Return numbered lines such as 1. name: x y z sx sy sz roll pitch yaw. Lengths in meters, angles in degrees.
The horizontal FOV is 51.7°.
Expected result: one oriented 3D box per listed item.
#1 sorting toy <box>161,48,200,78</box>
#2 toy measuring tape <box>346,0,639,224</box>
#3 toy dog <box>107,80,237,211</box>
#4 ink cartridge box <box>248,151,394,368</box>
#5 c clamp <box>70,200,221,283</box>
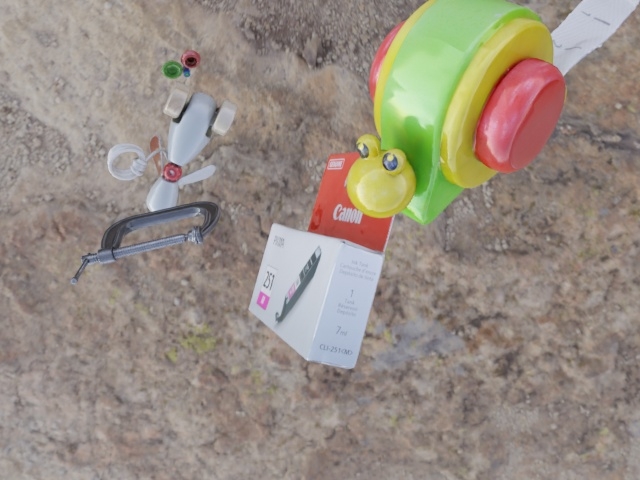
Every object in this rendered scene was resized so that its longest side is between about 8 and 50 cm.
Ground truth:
1. sorting toy: -0.341 -0.435 1.621 0.102 0.042 0.061 -22 144 6
2. toy measuring tape: 0.132 -0.135 0.435 0.330 0.121 0.121 -43 119 -20
3. toy dog: -0.334 -0.237 1.604 0.334 0.161 0.220 -41 109 13
4. ink cartridge box: 0.000 0.000 0.788 0.060 0.275 0.239 15 90 -19
5. c clamp: -0.187 -0.002 0.735 0.161 0.137 0.022 -16 117 -5
